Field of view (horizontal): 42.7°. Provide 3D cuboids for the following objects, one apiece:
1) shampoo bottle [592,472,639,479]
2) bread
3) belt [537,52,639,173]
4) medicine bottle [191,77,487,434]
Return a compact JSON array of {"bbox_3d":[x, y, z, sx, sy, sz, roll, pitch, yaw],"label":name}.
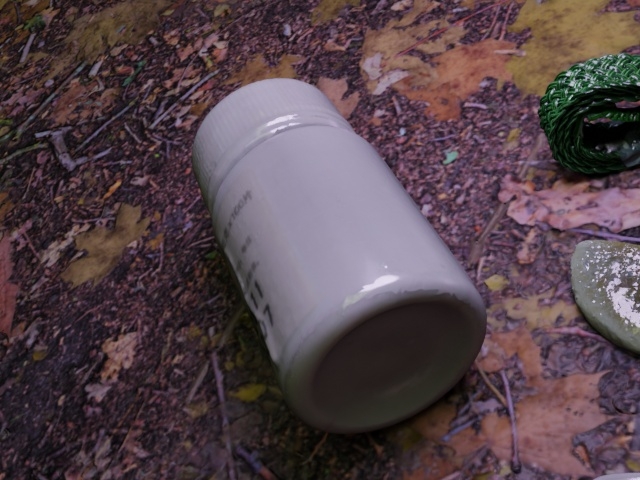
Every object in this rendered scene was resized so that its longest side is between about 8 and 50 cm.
[{"bbox_3d":[0.251,0.287,0.610,0.108,0.051,0.221,-4,52,22],"label":"shampoo bottle"},{"bbox_3d":[0.322,0.057,0.773,0.192,0.036,0.112,9,60,33],"label":"bread"},{"bbox_3d":[0.313,-0.141,0.882,0.151,0.121,0.079,-7,45,7],"label":"belt"},{"bbox_3d":[0.000,0.000,0.867,0.211,0.211,0.371,-31,46,1],"label":"medicine bottle"}]
